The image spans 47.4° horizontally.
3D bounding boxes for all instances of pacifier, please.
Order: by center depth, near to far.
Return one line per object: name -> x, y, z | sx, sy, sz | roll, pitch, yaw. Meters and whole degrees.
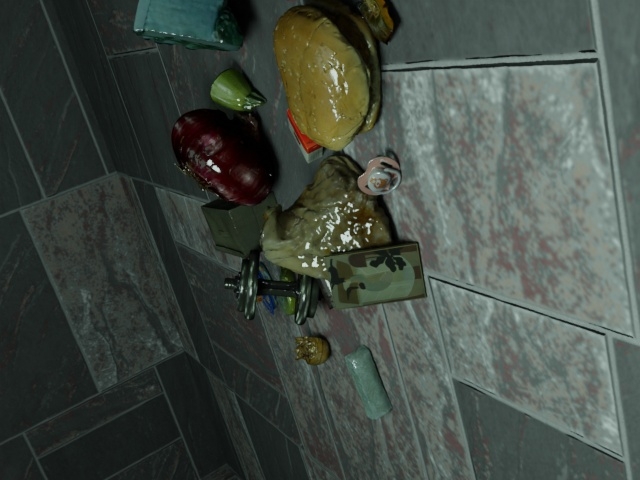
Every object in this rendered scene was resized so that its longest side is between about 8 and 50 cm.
pacifier -> 0.121, -0.138, 1.484 | 0.099, 0.081, 0.078 | -56, 26, 35

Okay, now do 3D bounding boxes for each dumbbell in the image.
dumbbell -> -0.116, 0.127, 1.967 | 0.192, 0.289, 0.192 | -174, 90, -86

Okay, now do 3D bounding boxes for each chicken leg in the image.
chicken leg -> -0.035, 0.335, 2.197 | 0.207, 0.101, 0.085 | 133, 140, -73

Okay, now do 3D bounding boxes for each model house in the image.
model house -> -0.298, -0.623, 1.704 | 0.295, 0.251, 0.330 | -122, 36, -77

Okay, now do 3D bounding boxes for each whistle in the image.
whistle -> -0.094, 0.132, 2.168 | 0.104, 0.057, 0.199 | 42, 140, 50

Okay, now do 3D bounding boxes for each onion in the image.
onion -> -0.241, -0.225, 1.917 | 0.314, 0.232, 0.314 | 46, -177, -3

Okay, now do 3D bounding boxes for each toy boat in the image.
toy boat -> -0.200, 0.167, 2.331 | 0.175, 0.110, 0.091 | 61, 155, 2

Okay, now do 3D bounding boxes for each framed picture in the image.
framed picture -> 0.117, 0.079, 1.557 | 0.010, 0.200, 0.136 | -81, -20, -63

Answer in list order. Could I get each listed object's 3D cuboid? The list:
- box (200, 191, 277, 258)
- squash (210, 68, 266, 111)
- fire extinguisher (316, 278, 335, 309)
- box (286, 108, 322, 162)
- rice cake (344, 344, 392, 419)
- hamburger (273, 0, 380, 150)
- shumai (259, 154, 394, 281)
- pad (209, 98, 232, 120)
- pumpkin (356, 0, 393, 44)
box -> -0.227, -0.051, 2.126 | 0.231, 0.155, 0.149 | 12, 123, 61
squash -> -0.202, -0.363, 1.868 | 0.132, 0.105, 0.105 | 41, 148, 23
fire extinguisher -> -0.007, 0.048, 1.865 | 0.072, 0.089, 0.268 | -120, 6, -87
box -> -0.034, -0.240, 1.643 | 0.100, 0.048, 0.152 | 60, 175, 5
rice cake -> 0.127, 0.384, 1.943 | 0.063, 0.069, 0.207 | 0, 112, 63
hamburger -> 0.009, -0.319, 1.430 | 0.259, 0.144, 0.283 | 28, 143, 48
shumai -> 0.000, 0.000, 1.607 | 0.314, 0.262, 0.267 | 60, 156, 7
pad -> -0.301, -0.310, 2.202 | 0.160, 0.009, 0.265 | 55, 154, 20
pumpkin -> 0.104, -0.400, 1.296 | 0.101, 0.035, 0.073 | 59, 166, 4
